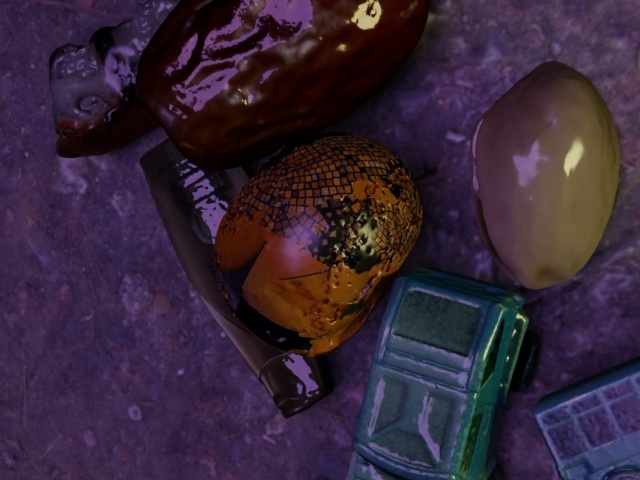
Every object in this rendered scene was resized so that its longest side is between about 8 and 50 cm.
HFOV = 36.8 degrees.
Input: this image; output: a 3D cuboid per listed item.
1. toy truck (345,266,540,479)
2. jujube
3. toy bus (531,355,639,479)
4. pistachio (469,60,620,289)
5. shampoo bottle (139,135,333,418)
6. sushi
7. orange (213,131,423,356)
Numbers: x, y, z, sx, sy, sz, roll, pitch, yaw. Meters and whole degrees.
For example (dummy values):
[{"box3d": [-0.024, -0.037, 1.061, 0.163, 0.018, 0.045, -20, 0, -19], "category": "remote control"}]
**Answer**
[{"box3d": [0.116, 0.173, 0.979, 0.155, 0.156, 0.278, 16, 96, 24], "category": "toy truck"}, {"box3d": [-0.036, -0.211, 0.983, 0.318, 0.223, 0.223, -39, 74, -4], "category": "jujube"}, {"box3d": [0.340, 0.155, 0.889, 0.256, 0.128, 0.147, -30, 77, 24], "category": "toy bus"}, {"box3d": [0.218, -0.064, 0.946, 0.152, 0.126, 0.223, 7, 95, -11], "category": "pistachio"}, {"box3d": [-0.089, 0.034, 1.113, 0.126, 0.084, 0.350, -29, 79, 16], "category": "shampoo bottle"}, {"box3d": [-0.211, -0.210, 1.143, 0.332, 0.124, 0.130, -25, 80, 21], "category": "sushi"}, {"box3d": [0.000, 0.000, 0.971, 0.182, 0.234, 0.234, 34, 104, 20], "category": "orange"}]
